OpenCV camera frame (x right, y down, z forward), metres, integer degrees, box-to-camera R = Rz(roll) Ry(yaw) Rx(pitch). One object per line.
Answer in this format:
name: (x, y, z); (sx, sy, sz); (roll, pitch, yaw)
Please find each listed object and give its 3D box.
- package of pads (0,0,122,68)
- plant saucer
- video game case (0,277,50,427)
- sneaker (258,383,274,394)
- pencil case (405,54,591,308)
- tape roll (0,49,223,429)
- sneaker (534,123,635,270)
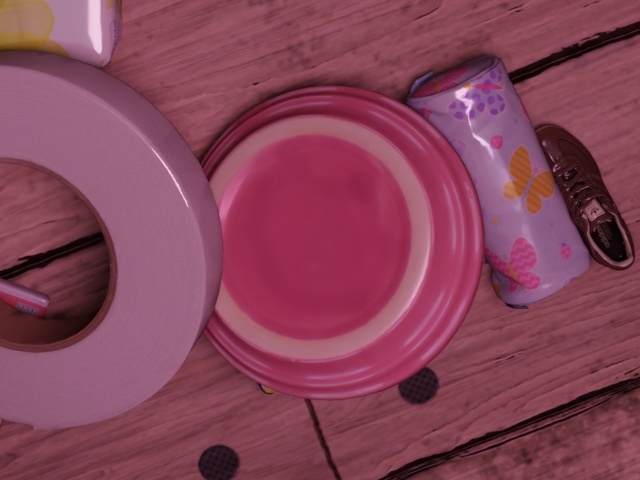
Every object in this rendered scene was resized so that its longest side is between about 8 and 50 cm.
package of pads: (-0.318, -0.319, 1.302); (0.229, 0.101, 0.296); (-1, 103, -5)
plant saucer: (0.000, 0.000, 1.338); (0.332, 0.084, 0.332); (-1, 85, 16)
video game case: (-0.445, 0.157, 1.431); (0.204, 0.025, 0.285); (21, 99, -11)
sneaker: (-0.020, 0.076, 1.436); (0.094, 0.081, 0.208); (13, 100, -12)
pencil case: (0.195, -0.065, 1.413); (0.113, 0.124, 0.273); (-32, 106, -21)
tape roll: (-0.291, 0.006, 1.301); (0.392, 0.072, 0.392); (4, 112, 11)
sneaker: (0.301, -0.049, 1.451); (0.066, 0.071, 0.188); (-36, 105, 2)
